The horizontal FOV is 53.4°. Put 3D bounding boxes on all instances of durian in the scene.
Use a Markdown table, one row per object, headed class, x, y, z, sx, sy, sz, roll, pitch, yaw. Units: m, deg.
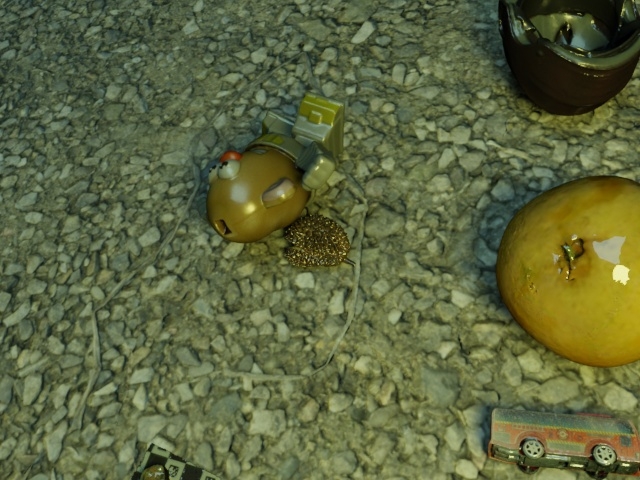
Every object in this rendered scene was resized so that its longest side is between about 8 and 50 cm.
| class | x | y | z | sx | sy | sz | roll | pitch | yaw |
| --- | --- | --- | --- | --- | --- | --- | --- | --- | --- |
| durian | -0.002 | 0.001 | 1.088 | 0.140 | 0.071 | 0.110 | 25 | 68 | 20 |

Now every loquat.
| class | x | y | z | sx | sy | sz | roll | pitch | yaw |
| --- | --- | --- | --- | --- | --- | --- | --- | --- | --- |
| loquat | 0.377 | 0.043 | 0.881 | 0.263 | 0.263 | 0.263 | -6 | 58 | 10 |

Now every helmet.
| class | x | y | z | sx | sy | sz | roll | pitch | yaw |
| --- | --- | --- | --- | --- | --- | --- | --- | --- | --- |
| helmet | 0.435 | -0.347 | 1.131 | 0.225 | 0.177 | 0.305 | -10 | 51 | 1 |

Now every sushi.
| class | x | y | z | sx | sy | sz | roll | pitch | yaw |
| --- | --- | --- | --- | --- | --- | --- | --- | --- | --- |
| sushi | -0.251 | 0.409 | 0.921 | 0.139 | 0.031 | 0.201 | 18 | 65 | 22 |

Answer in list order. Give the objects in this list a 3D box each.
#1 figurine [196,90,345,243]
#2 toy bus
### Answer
| class | x | y | z | sx | sy | sz | roll | pitch | yaw |
| --- | --- | --- | --- | --- | --- | --- | --- | --- | --- |
| figurine | -0.085 | -0.110 | 1.090 | 0.167 | 0.342 | 0.285 | 37 | 58 | -6 |
| toy bus | 0.323 | 0.270 | 0.851 | 0.192 | 0.065 | 0.077 | 1 | 53 | 14 |
